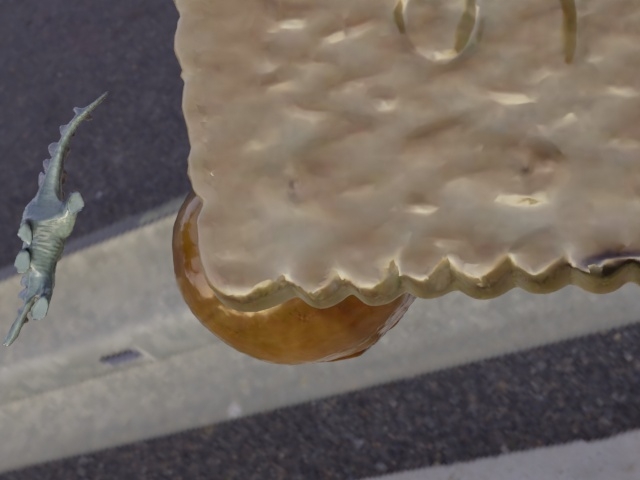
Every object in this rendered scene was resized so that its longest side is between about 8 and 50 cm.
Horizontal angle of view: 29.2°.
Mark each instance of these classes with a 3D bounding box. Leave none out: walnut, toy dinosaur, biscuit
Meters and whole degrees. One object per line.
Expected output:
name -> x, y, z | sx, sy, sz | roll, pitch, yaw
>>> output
walnut -> 0.000, 0.000, 0.983 | 0.203, 0.203, 0.298 | -36, -7, 20
toy dinosaur -> -0.206, -0.019, 0.936 | 0.082, 0.039, 0.208 | -176, 105, -75
biscuit -> 0.108, -0.086, 0.408 | 0.325, 0.217, 0.044 | -4, 5, 10
